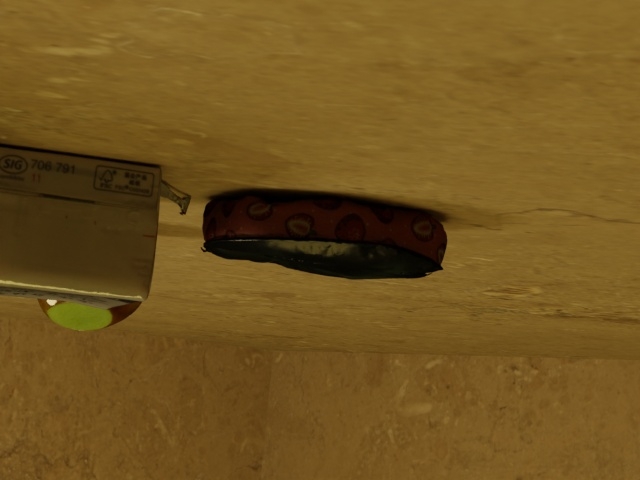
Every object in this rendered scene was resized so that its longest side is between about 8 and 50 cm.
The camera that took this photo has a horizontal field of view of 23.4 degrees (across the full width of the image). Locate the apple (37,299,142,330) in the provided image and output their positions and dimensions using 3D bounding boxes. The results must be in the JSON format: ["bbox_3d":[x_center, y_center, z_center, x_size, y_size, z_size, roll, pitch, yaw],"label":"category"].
[{"bbox_3d":[-0.221,0.031,1.490,0.102,0.099,0.114,-3,146,13],"label":"apple"}]

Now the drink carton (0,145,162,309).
[{"bbox_3d":[-0.208,-0.003,1.179,0.134,0.101,0.222,5,173,-16],"label":"drink carton"}]

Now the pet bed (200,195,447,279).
[{"bbox_3d":[0.000,0.000,1.243,0.201,0.053,0.201,4,173,1],"label":"pet bed"}]

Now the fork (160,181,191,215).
[{"bbox_3d":[-0.115,-0.033,1.213,0.012,0.016,0.115,12,173,8],"label":"fork"}]
